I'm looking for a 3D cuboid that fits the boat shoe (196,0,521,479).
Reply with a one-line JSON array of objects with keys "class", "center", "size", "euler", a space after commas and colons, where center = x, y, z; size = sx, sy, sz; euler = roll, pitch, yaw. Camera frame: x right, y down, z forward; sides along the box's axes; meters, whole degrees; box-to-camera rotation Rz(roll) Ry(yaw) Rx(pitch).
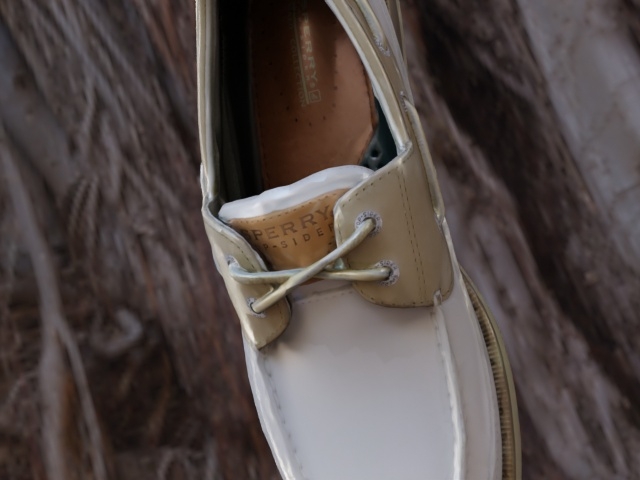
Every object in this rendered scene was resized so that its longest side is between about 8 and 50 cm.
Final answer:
[{"class": "boat shoe", "center": [0.000, 0.000, 0.668], "size": [0.113, 0.302, 0.103], "euler": [-19, -16, 17]}]
